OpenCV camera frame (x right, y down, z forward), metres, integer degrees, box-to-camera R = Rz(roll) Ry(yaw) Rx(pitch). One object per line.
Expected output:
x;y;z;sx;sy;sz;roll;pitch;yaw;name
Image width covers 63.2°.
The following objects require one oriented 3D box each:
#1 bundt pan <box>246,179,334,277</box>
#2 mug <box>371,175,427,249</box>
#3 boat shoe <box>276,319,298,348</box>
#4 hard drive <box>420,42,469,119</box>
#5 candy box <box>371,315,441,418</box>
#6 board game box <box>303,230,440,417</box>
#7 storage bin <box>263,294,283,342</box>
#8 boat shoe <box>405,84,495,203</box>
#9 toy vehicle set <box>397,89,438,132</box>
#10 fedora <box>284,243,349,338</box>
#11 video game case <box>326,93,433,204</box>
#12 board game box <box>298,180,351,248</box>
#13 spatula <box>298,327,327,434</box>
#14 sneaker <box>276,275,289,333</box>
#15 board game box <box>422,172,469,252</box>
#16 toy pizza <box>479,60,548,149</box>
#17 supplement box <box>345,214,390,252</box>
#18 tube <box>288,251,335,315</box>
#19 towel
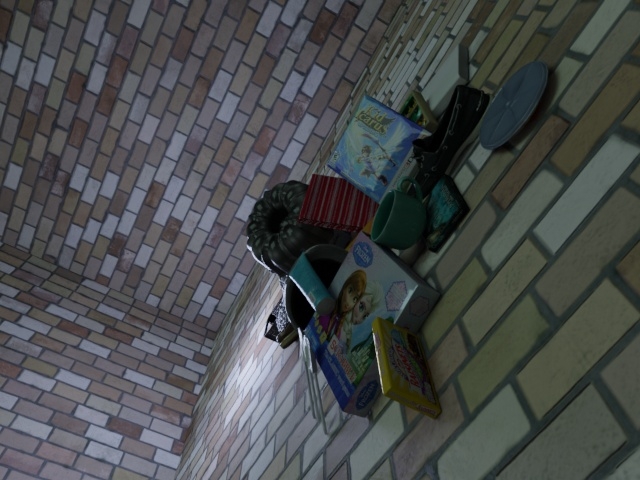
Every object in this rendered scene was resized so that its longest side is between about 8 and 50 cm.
-0.117;-0.054;1.689;0.331;0.124;0.330;-19;58;33;bundt pan
0.194;-0.053;1.210;0.129;0.097;0.157;-82;16;-53;mug
-0.055;0.184;1.626;0.342;0.123;0.123;-53;-4;-34;boat shoe
0.345;-0.432;1.607;0.307;0.040;0.203;-51;18;45;hard drive
0.150;0.223;0.944;0.027;0.105;0.206;-59;14;22;candy box
0.098;0.175;1.199;0.318;0.066;0.318;-62;26;11;board game box
-0.142;0.303;2.027;0.180;0.084;0.122;-54;15;34;storage bin
0.284;-0.229;1.282;0.340;0.113;0.127;-56;15;33;boat shoe
0.250;-0.304;1.600;0.267;0.035;0.166;-58;32;38;toy vehicle set
0.030;0.146;1.434;0.124;0.244;0.275;-5;-66;-71;fedora
0.175;-0.257;1.517;0.061;0.269;0.244;6;-61;-55;video game case
-0.009;-0.088;1.945;0.097;0.224;0.303;-57;15;21;board game box
-0.024;0.350;1.300;0.168;0.019;0.242;-179;80;-75;spatula
-0.081;0.224;1.886;0.111;0.129;0.297;7;90;53;sneaker
0.275;-0.066;1.195;0.126;0.026;0.186;-58;14;24;board game box
0.403;-0.275;1.079;0.201;0.032;0.201;-60;12;22;toy pizza
0.125;0.034;1.495;0.233;0.080;0.078;-49;18;44;supplement box
-0.027;0.110;1.319;0.080;0.052;0.207;-55;37;12;tube
0.085;-0.112;1.564;0.031;0.275;0.198;86;-163;-54;towel
